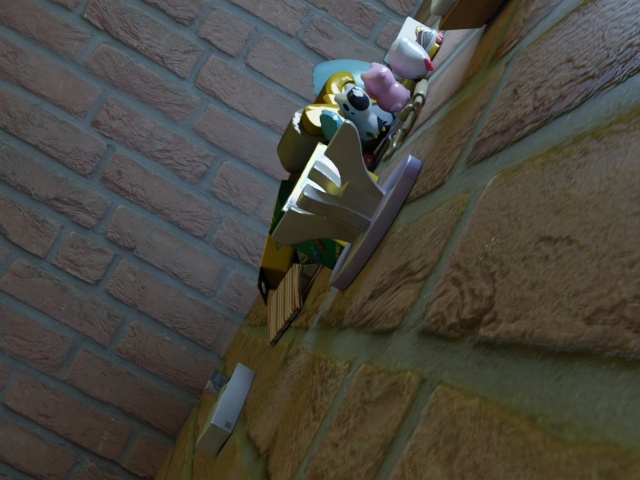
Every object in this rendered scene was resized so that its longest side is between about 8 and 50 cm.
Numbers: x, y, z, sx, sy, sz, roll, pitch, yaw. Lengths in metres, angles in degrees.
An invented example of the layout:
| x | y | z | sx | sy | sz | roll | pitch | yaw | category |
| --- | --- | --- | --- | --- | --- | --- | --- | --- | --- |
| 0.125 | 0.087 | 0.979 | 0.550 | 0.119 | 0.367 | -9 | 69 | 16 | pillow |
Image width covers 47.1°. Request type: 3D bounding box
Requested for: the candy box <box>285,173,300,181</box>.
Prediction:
| x | y | z | sx | sy | sz | roll | pitch | yaw | category |
| --- | --- | --- | --- | --- | --- | --- | --- | --- | --- |
| 0.039 | -0.246 | 2.203 | 0.317 | 0.182 | 0.087 | -61 | 5 | -14 | candy box |

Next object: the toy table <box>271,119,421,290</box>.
| x | y | z | sx | sy | sz | roll | pitch | yaw | category |
| --- | --- | --- | --- | --- | --- | --- | --- | --- | --- |
| 0.040 | -0.062 | 1.301 | 0.274 | 0.160 | 0.252 | -58 | 5 | 7 | toy table |

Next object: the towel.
| x | y | z | sx | sy | sz | roll | pitch | yaw | category |
| --- | --- | --- | --- | --- | --- | --- | --- | --- | --- |
| -0.089 | 0.165 | 1.859 | 0.197 | 0.029 | 0.144 | 124 | 155 | -44 | towel |

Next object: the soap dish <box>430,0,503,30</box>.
| x | y | z | sx | sy | sz | roll | pitch | yaw | category |
| --- | --- | --- | --- | --- | --- | --- | --- | --- | --- |
| 0.317 | -0.563 | 1.386 | 0.229 | 0.118 | 0.291 | 129 | 158 | -63 | soap dish |

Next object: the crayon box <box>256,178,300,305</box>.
| x | y | z | sx | sy | sz | roll | pitch | yaw | category |
| --- | --- | --- | --- | --- | --- | --- | --- | --- | --- |
| -0.098 | 0.016 | 2.073 | 0.202 | 0.081 | 0.319 | 80 | -159 | -69 | crayon box |

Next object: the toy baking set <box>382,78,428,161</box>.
| x | y | z | sx | sy | sz | roll | pitch | yaw | category |
| --- | --- | --- | --- | --- | --- | --- | --- | --- | --- |
| 0.200 | -0.297 | 1.768 | 0.197 | 0.030 | 0.256 | -57 | 6 | 37 | toy baking set |

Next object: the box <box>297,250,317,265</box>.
| x | y | z | sx | sy | sz | roll | pitch | yaw | category |
| --- | --- | --- | --- | --- | --- | --- | --- | --- | --- |
| 0.000 | 0.000 | 1.780 | 0.169 | 0.059 | 0.054 | -50 | 53 | 55 | box |

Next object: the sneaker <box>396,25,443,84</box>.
| x | y | z | sx | sy | sz | roll | pitch | yaw | category |
| --- | --- | --- | --- | --- | --- | --- | --- | --- | --- |
| 0.252 | -0.501 | 2.061 | 0.225 | 0.092 | 0.088 | -58 | 5 | 31 | sneaker |

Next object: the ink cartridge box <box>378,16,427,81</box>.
| x | y | z | sx | sy | sz | roll | pitch | yaw | category |
| --- | --- | --- | --- | --- | --- | --- | --- | --- | --- |
| 0.266 | -0.612 | 2.498 | 0.237 | 0.100 | 0.172 | -55 | 8 | 47 | ink cartridge box |

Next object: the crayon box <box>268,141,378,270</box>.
| x | y | z | sx | sy | sz | roll | pitch | yaw | category |
| --- | --- | --- | --- | --- | --- | --- | --- | --- | --- |
| 0.013 | -0.082 | 1.631 | 0.081 | 0.165 | 0.278 | -55 | 6 | 42 | crayon box |

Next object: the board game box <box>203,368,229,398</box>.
| x | y | z | sx | sy | sz | roll | pitch | yaw | category |
| --- | --- | --- | --- | --- | --- | --- | --- | --- | --- |
| -0.281 | 0.421 | 2.107 | 0.020 | 0.090 | 0.090 | -57 | 6 | 27 | board game box |

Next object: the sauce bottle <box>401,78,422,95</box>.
| x | y | z | sx | sy | sz | roll | pitch | yaw | category |
| --- | --- | --- | --- | --- | --- | --- | --- | --- | --- |
| 0.253 | -0.438 | 1.986 | 0.128 | 0.042 | 0.042 | -54 | 8 | 43 | sauce bottle |

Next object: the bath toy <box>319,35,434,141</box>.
| x | y | z | sx | sy | sz | roll | pitch | yaw | category |
| --- | --- | --- | --- | --- | --- | --- | --- | --- | --- |
| 0.160 | -0.367 | 1.867 | 0.348 | 0.129 | 0.151 | -47 | -37 | -12 | bath toy |

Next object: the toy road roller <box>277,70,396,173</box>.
| x | y | z | sx | sy | sz | roll | pitch | yaw | category |
| --- | --- | --- | --- | --- | --- | --- | --- | --- | --- |
| 0.024 | -0.337 | 2.049 | 0.241 | 0.329 | 0.202 | 66 | 146 | 23 | toy road roller |

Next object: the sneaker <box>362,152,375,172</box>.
| x | y | z | sx | sy | sz | roll | pitch | yaw | category |
| --- | --- | --- | --- | --- | --- | --- | --- | --- | --- |
| 0.015 | -0.148 | 1.948 | 0.276 | 0.135 | 0.098 | -48 | 9 | 15 | sneaker |

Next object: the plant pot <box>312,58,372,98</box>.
| x | y | z | sx | sy | sz | roll | pitch | yaw | category |
| --- | --- | --- | --- | --- | --- | --- | --- | --- | --- |
| 0.123 | -0.469 | 2.397 | 0.195 | 0.290 | 0.290 | -17 | 24 | 21 | plant pot |

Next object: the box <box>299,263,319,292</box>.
| x | y | z | sx | sy | sz | roll | pitch | yaw | category |
| --- | --- | --- | --- | --- | --- | --- | --- | --- | --- |
| -0.015 | 0.038 | 1.951 | 0.186 | 0.038 | 0.145 | -60 | 5 | 15 | box |

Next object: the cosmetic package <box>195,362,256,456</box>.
| x | y | z | sx | sy | sz | roll | pitch | yaw | category |
| --- | --- | --- | --- | --- | --- | --- | --- | --- | --- |
| -0.236 | 0.420 | 1.846 | 0.099 | 0.060 | 0.239 | -58 | 5 | 28 | cosmetic package |
